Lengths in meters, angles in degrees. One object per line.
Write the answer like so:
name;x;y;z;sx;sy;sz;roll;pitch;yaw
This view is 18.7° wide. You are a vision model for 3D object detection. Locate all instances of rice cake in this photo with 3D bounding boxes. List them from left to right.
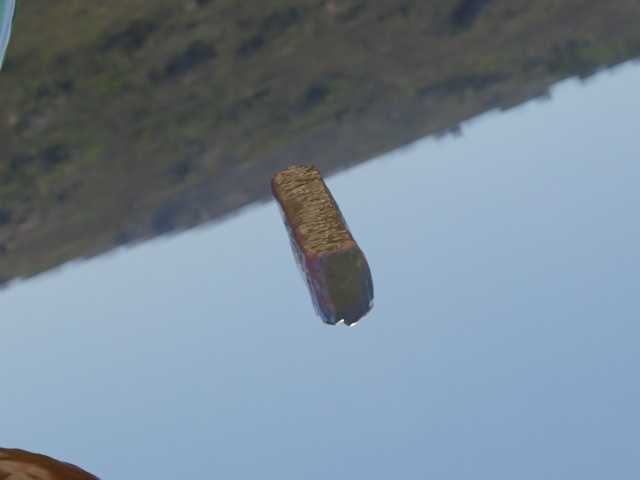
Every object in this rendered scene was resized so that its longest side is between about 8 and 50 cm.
rice cake;0.000;0.000;1.021;0.036;0.047;0.206;-26;-163;1

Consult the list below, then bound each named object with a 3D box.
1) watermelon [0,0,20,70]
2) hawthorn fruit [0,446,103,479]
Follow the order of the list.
watermelon;-0.218;-0.097;0.529;0.285;0.285;0.285;-23;-174;3
hawthorn fruit;-0.095;0.138;0.471;0.189;0.189;0.189;-23;-174;3
